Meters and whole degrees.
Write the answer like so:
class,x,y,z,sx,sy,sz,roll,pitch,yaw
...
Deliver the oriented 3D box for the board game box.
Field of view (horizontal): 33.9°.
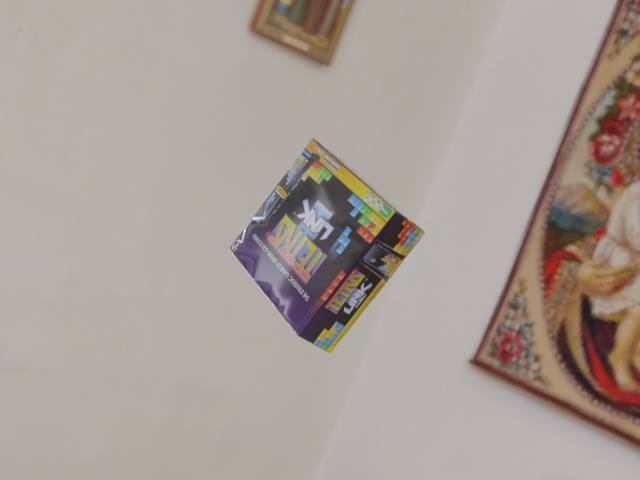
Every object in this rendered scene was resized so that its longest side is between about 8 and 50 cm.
class,x,y,z,sx,sy,sz,roll,pitch,yaw
board game box,0.000,0.000,0.979,0.048,0.141,0.170,34,7,-38
